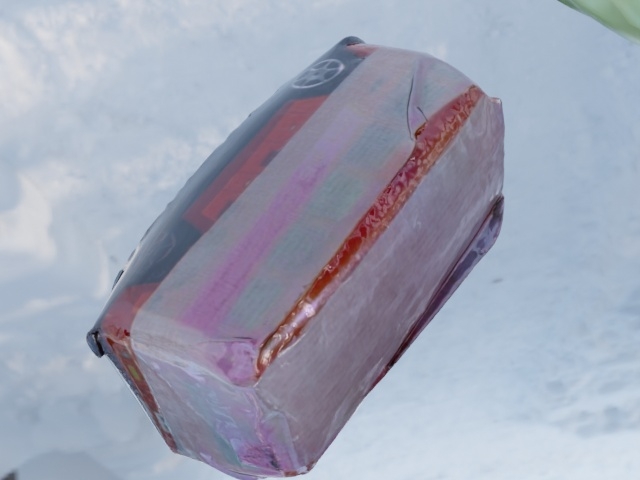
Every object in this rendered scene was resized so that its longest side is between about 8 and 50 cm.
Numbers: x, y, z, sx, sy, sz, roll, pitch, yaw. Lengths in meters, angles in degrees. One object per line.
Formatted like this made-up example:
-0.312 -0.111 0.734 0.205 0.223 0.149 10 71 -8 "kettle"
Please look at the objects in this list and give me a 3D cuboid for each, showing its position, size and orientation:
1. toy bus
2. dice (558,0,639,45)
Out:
0.000 0.000 0.680 0.147 0.302 0.127 13 139 36 "toy bus"
0.220 -0.170 0.379 0.250 0.254 0.252 -31 146 -61 "dice"
